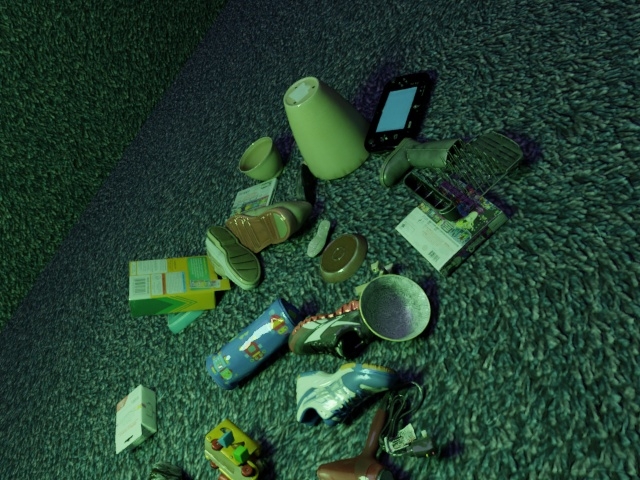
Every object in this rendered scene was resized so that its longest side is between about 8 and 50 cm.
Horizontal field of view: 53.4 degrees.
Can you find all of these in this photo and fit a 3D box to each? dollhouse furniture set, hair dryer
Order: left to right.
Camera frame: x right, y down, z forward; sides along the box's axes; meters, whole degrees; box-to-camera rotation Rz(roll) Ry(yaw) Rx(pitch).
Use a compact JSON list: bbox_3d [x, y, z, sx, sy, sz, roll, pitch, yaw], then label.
[{"bbox_3d":[0.136,0.089,1.665,0.114,0.091,0.081,-24,26,35],"label":"dollhouse furniture set"},{"bbox_3d":[0.119,0.450,1.364,0.293,0.080,0.224,-34,21,10],"label":"hair dryer"}]

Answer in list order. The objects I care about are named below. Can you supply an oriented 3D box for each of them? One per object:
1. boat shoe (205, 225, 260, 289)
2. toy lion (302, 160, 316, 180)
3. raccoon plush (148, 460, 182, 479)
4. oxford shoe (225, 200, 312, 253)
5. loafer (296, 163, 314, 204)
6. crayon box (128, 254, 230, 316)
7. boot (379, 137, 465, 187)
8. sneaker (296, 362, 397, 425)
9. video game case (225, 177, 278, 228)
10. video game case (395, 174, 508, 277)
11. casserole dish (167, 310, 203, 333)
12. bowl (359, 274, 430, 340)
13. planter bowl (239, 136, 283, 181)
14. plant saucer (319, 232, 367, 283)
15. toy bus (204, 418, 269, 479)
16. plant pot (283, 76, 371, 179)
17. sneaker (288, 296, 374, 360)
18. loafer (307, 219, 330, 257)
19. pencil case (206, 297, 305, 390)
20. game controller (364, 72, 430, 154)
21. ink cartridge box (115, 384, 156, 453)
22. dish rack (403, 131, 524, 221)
[{"bbox_3d":[-0.290,0.075,2.103,0.302,0.113,0.103,49,133,42],"label":"boat shoe"},{"bbox_3d":[-0.023,-0.246,2.184,0.100,0.034,0.096,-30,46,23],"label":"toy lion"},{"bbox_3d":[-0.368,0.760,1.541,0.446,0.216,0.299,166,125,-79],"label":"raccoon plush"},{"bbox_3d":[-0.174,-0.051,2.108,0.146,0.141,0.397,-32,17,-36],"label":"oxford shoe"},{"bbox_3d":[-0.061,-0.182,2.126,0.061,0.062,0.170,-33,44,37],"label":"loafer"},{"bbox_3d":[-0.473,0.147,2.138,0.322,0.083,0.203,-5,36,-13],"label":"crayon box"},{"bbox_3d":[0.286,-0.219,1.805,0.208,0.076,0.190,21,75,46],"label":"boot"},{"bbox_3d":[0.060,0.363,1.472,0.296,0.111,0.131,-24,50,43],"label":"sneaker"},{"bbox_3d":[-0.250,-0.128,2.318,0.201,0.023,0.183,-16,46,36],"label":"video game case"},{"bbox_3d":[0.324,-0.042,1.610,0.210,0.042,0.232,-44,35,4],"label":"video game case"},{"bbox_3d":[-0.463,0.239,2.186,0.188,0.037,0.114,-39,36,15],"label":"casserole dish"},{"bbox_3d":[0.169,0.173,1.516,0.080,0.170,0.170,104,-178,-59],"label":"bowl"},{"bbox_3d":[-0.204,-0.285,2.340,0.162,0.109,0.162,-29,39,27],"label":"planter bowl"},{"bbox_3d":[0.059,0.044,1.824,0.168,0.029,0.168,-27,41,26],"label":"plant saucer"},{"bbox_3d":[-0.190,0.530,1.557,0.191,0.202,0.104,-14,17,48],"label":"toy bus"},{"bbox_3d":[0.004,-0.378,2.035,0.256,0.274,0.257,-20,47,23],"label":"plant pot"},{"bbox_3d":[0.027,0.245,1.605,0.276,0.097,0.135,-26,39,27],"label":"sneaker"},{"bbox_3d":[0.000,0.000,1.927,0.045,0.039,0.125,20,72,18],"label":"loafer"},{"bbox_3d":[-0.174,0.282,1.766,0.306,0.119,0.133,-40,6,12],"label":"pencil case"},{"bbox_3d":[0.246,-0.405,2.015,0.166,0.067,0.319,-8,52,43],"label":"game controller"},{"bbox_3d":[-0.569,0.561,1.968,0.115,0.067,0.198,-39,35,13],"label":"ink cartridge box"},{"bbox_3d":[0.365,-0.178,1.606,0.271,0.074,0.208,-41,36,1],"label":"dish rack"}]
